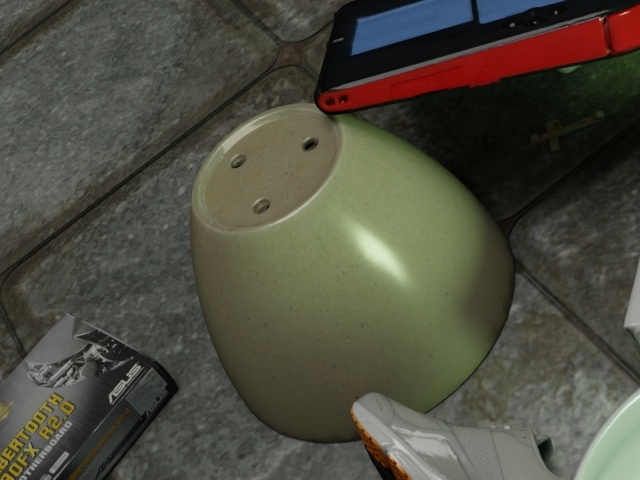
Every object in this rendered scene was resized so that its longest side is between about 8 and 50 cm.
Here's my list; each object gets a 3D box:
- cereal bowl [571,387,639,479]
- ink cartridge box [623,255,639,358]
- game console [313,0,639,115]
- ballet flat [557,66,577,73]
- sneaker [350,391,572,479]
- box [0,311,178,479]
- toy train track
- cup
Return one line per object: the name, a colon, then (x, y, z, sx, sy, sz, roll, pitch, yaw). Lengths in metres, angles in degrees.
cereal bowl: (0.326, 0.251, 0.964, 0.339, 0.141, 0.339, -2, 59, 3)
ink cartridge box: (0.400, 0.000, 1.224, 0.198, 0.115, 0.273, -2, 50, 33)
game console: (0.169, -0.237, 1.442, 0.342, 0.060, 0.386, -10, 20, 9)
ballet flat: (0.260, -0.228, 1.578, 0.231, 0.077, 0.077, 8, 78, 42)
sneaker: (0.139, 0.202, 1.238, 0.121, 0.099, 0.262, -40, 48, -17)
box: (-0.294, 0.205, 1.540, 0.183, 0.056, 0.231, 23, 66, 44)
toy train track: (0.267, -0.124, 1.508, 0.083, 0.014, 0.048, -19, 43, 17)
cup: (0.000, 0.000, 1.401, 0.331, 0.237, 0.331, -19, 43, 18)
